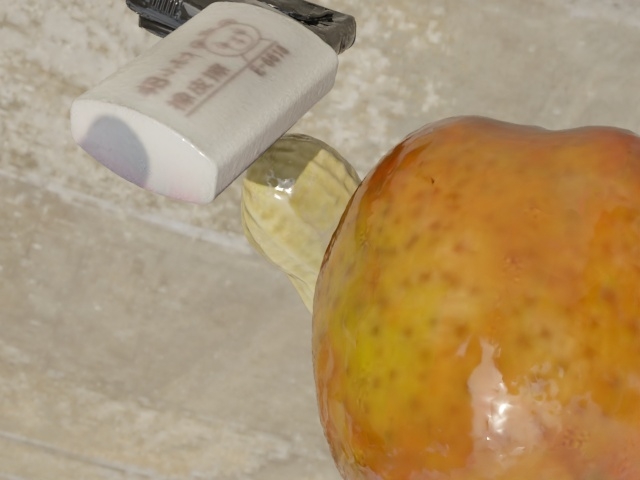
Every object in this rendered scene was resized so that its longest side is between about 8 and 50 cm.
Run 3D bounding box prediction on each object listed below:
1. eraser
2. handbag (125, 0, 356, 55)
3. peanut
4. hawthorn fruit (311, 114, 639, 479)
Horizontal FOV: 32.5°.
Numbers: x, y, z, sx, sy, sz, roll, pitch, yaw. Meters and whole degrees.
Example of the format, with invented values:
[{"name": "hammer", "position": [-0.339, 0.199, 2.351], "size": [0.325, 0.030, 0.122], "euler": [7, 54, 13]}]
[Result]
[{"name": "eraser", "position": [-0.117, -0.156, 1.176], "size": [0.174, 0.270, 0.095], "euler": [24, 133, 16]}, {"name": "handbag", "position": [-0.102, -0.300, 1.484], "size": [0.275, 0.244, 0.088], "euler": [23, 118, 10]}, {"name": "peanut", "position": [0.005, -0.001, 1.464], "size": [0.174, 0.158, 0.340], "euler": [-27, 125, 17]}, {"name": "hawthorn fruit", "position": [0.198, 0.119, 1.099], "size": [0.472, 0.471, 0.472], "euler": [10, 154, 5]}]
